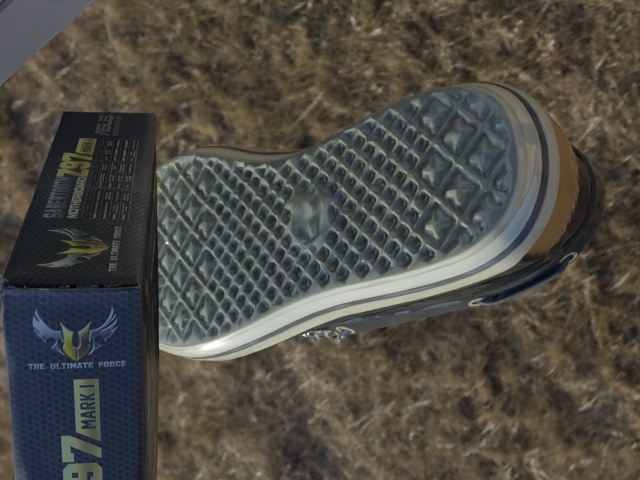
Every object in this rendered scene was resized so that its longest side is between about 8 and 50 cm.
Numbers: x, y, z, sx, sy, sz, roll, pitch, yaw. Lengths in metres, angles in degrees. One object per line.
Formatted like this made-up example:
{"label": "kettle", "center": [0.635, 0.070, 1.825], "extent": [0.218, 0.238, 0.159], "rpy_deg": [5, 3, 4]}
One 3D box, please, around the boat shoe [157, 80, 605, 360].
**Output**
{"label": "boat shoe", "center": [0.000, 0.000, 0.803], "extent": [0.500, 0.156, 0.187], "rpy_deg": [-14, 72, 44]}

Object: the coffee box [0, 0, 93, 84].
{"label": "coffee box", "center": [-0.361, -0.336, 0.807], "extent": [0.334, 0.338, 0.337], "rpy_deg": [17, 148, 44]}

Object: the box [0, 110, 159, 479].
{"label": "box", "center": [-0.113, 0.052, 0.506], "extent": [0.232, 0.059, 0.183], "rpy_deg": [-108, 21, -64]}
